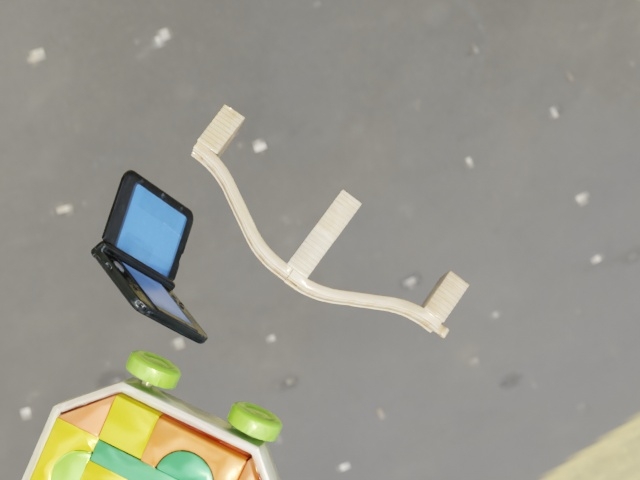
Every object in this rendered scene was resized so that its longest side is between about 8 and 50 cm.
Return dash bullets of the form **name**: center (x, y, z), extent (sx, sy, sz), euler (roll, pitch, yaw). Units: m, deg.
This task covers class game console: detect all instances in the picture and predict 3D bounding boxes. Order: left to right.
- **game console**: center (-0.129, 0.016, 1.265), extent (0.071, 0.107, 0.122), euler (-44, 151, 5)

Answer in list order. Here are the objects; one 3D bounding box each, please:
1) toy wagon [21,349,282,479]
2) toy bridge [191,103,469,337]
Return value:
- **toy wagon**: center (-0.133, 0.283, 1.539), extent (0.267, 0.344, 0.068), euler (-66, 171, 8)
- **toy bridge**: center (0.000, 0.000, 0.903), extent (0.063, 0.188, 0.026), euler (-53, -179, -16)
